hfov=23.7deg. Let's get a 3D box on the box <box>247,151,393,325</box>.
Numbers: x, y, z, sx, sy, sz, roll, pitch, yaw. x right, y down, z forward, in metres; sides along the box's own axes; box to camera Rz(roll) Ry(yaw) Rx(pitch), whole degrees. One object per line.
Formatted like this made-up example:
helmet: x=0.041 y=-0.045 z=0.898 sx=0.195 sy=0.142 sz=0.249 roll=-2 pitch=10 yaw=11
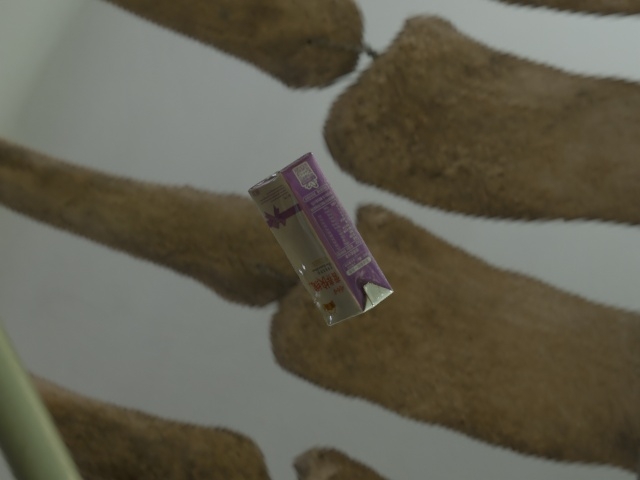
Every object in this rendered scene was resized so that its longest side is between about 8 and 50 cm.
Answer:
box: x=0.000 y=0.000 z=1.075 sx=0.036 sy=0.117 sz=0.050 roll=-32 pitch=-179 yaw=-35
